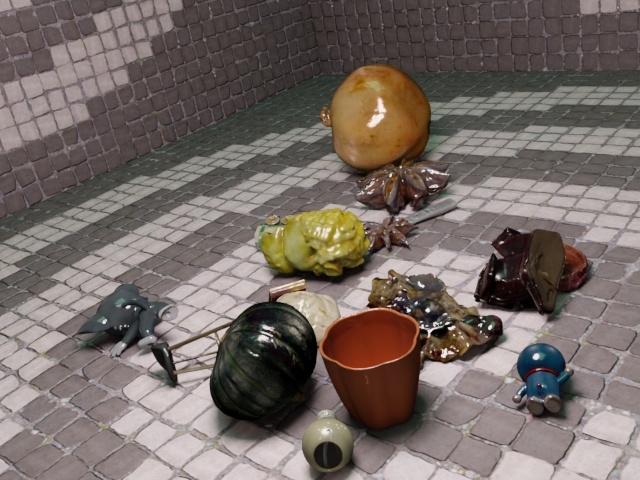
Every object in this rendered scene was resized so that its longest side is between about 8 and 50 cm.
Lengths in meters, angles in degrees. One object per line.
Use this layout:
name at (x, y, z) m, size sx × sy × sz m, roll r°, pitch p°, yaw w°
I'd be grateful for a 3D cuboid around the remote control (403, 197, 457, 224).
remote control at (0.322, -0.079, 2.008) m, size 0.184 × 0.027 × 0.050 m, roll -23°, pitch 26°, yaw -11°

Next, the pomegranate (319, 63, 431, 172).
pomegranate at (0.192, -0.431, 2.375) m, size 0.411 × 0.411 × 0.411 m, roll -10°, pitch 25°, yaw 5°

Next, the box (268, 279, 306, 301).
box at (-0.083, 0.131, 1.663) m, size 0.090 × 0.023 × 0.133 m, roll -17°, pitch -13°, yaw -10°

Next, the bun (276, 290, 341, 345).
bun at (-0.046, 0.174, 1.556) m, size 0.183 × 0.102 × 0.183 m, roll -11°, pitch 28°, yaw 6°

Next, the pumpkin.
pumpkin at (-0.110, 0.247, 1.340) m, size 0.250 × 0.216 × 0.250 m, roll -40°, pitch 7°, yaw 6°

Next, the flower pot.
flower pot at (0.103, 0.248, 1.254) m, size 0.190 × 0.173 × 0.190 m, roll -10°, pitch 24°, yaw 4°

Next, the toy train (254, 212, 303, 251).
toy train at (-0.098, -0.019, 2.013) m, size 0.194 × 0.081 × 0.125 m, roll -2°, pitch 37°, yaw 15°

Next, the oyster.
oyster at (0.241, 0.146, 1.509) m, size 0.221 × 0.096 × 0.361 m, roll -12°, pitch 27°, yaw -16°

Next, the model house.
model house at (0.445, 0.066, 1.512) m, size 0.164 × 0.141 × 0.203 m, roll -25°, pitch 29°, yaw 54°

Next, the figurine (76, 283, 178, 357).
figurine at (-0.470, 0.194, 1.664) m, size 0.265 × 0.140 × 0.193 m, roll -17°, pitch 32°, yaw 52°

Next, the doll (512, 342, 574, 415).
doll at (0.408, 0.249, 1.234) m, size 0.114 × 0.085 × 0.152 m, roll -14°, pitch 33°, yaw 22°

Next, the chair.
chair at (-0.264, 0.256, 1.500) m, size 0.221 × 0.104 × 0.095 m, roll -12°, pitch 42°, yaw -7°

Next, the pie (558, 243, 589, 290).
pie at (0.541, 0.063, 1.589) m, size 0.182 × 0.049 × 0.182 m, roll -6°, pitch 30°, yaw 4°

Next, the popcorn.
popcorn at (0.000, 0.000, 1.823) m, size 0.286 × 0.174 × 0.225 m, roll -5°, pitch 14°, yaw 35°

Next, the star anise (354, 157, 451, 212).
star anise at (0.262, -0.176, 2.134) m, size 0.331 × 0.118 × 0.332 m, roll -17°, pitch 20°, yaw 7°

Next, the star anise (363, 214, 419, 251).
star anise at (0.187, -0.026, 1.911) m, size 0.182 × 0.065 × 0.195 m, roll -2°, pitch 25°, yaw 20°

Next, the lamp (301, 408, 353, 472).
lamp at (0.012, 0.348, 1.208) m, size 0.091 × 0.091 × 0.163 m, roll -12°, pitch 10°, yaw 0°
